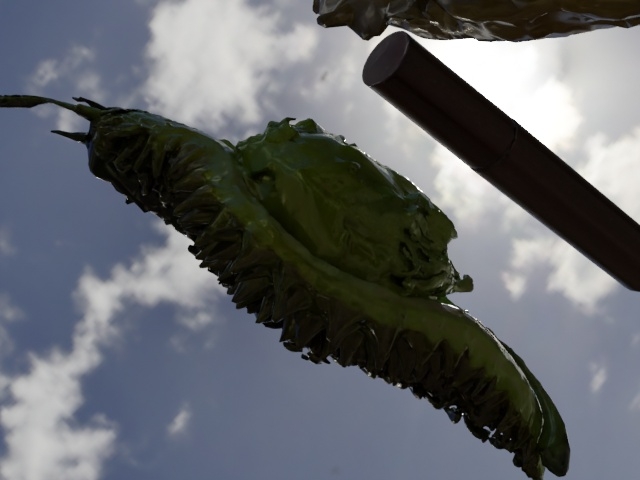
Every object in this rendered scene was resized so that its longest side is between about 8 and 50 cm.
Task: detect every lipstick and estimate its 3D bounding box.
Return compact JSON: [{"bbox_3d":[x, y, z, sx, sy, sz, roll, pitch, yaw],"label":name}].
[{"bbox_3d":[0.176,-0.058,1.161,0.356,0.057,0.057,33,-86,-32],"label":"lipstick"}]

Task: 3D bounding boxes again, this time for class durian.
[{"bbox_3d":[-0.004,0.005,0.741,0.132,0.375,0.106,-56,5,-33],"label":"durian"}]

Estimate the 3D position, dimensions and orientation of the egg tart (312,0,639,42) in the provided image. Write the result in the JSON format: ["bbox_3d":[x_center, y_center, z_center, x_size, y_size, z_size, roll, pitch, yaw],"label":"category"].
[{"bbox_3d":[0.121,-0.152,0.401,0.297,0.297,0.132,-35,-61,-22],"label":"egg tart"}]
